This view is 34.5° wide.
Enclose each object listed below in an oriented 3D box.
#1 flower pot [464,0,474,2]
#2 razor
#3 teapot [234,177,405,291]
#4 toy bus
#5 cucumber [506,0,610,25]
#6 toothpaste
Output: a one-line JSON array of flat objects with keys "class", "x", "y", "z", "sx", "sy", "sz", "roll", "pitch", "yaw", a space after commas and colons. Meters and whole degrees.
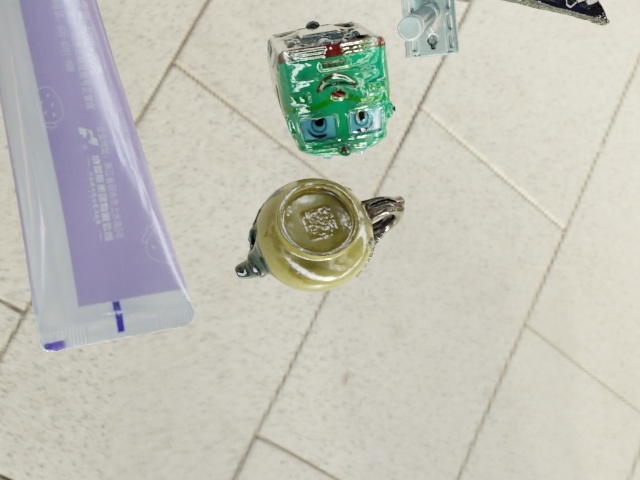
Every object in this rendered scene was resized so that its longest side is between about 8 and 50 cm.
[{"class": "flower pot", "x": 0.125, "y": -0.572, "z": 1.707, "sx": 0.379, "sy": 0.379, "sz": 0.251, "roll": 12, "pitch": 106, "yaw": -32}, {"class": "razor", "x": 0.110, "y": -0.249, "z": 1.154, "sx": 0.232, "sy": 0.068, "sz": 0.106, "roll": -52, "pitch": 135, "yaw": -70}, {"class": "teapot", "x": 0.000, "y": 0.000, "z": 1.545, "sx": 0.269, "sy": 0.183, "sz": 0.173, "roll": -19, "pitch": 70, "yaw": -15}, {"class": "toy bus", "x": 0.012, "y": -0.255, "z": 1.719, "sx": 0.183, "sy": 0.343, "sz": 0.200, "roll": -9, "pitch": 107, "yaw": -2}, {"class": "cucumber", "x": 0.364, "y": -0.388, "z": 1.604, "sx": 0.219, "sy": 0.046, "sz": 0.071, "roll": 10, "pitch": 112, "yaw": -12}, {"class": "toothpaste", "x": -0.194, "y": -0.105, "z": 0.782, "sx": 0.125, "sy": 0.080, "sz": 0.372, "roll": -10, "pitch": 78, "yaw": -37}]
